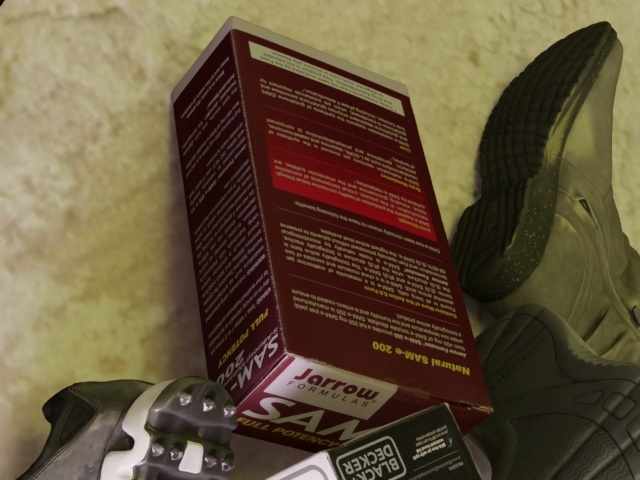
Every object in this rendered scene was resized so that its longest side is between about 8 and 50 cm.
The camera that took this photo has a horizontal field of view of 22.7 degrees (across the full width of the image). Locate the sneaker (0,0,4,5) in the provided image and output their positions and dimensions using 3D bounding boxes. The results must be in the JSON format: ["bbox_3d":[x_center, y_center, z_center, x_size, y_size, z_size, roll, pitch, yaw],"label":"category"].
[{"bbox_3d":[-0.200,-0.154,0.752,0.202,0.185,0.483,7,69,-41],"label":"sneaker"}]

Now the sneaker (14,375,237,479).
[{"bbox_3d":[-0.114,0.169,0.728,0.078,0.106,0.234,26,77,-51],"label":"sneaker"}]

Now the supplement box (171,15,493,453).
[{"bbox_3d":[0.000,0.000,0.865,0.130,0.073,0.239,18,42,-30],"label":"supplement box"}]

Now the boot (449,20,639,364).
[{"bbox_3d":[0.179,-0.014,1.061,0.161,0.083,0.246,41,54,-24],"label":"boot"}]

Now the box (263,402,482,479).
[{"bbox_3d":[0.039,0.243,0.749,0.087,0.169,0.290,-15,76,-44],"label":"box"}]

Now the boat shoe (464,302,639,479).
[{"bbox_3d":[0.147,0.129,0.838,0.118,0.320,0.103,-43,108,1],"label":"boat shoe"}]
